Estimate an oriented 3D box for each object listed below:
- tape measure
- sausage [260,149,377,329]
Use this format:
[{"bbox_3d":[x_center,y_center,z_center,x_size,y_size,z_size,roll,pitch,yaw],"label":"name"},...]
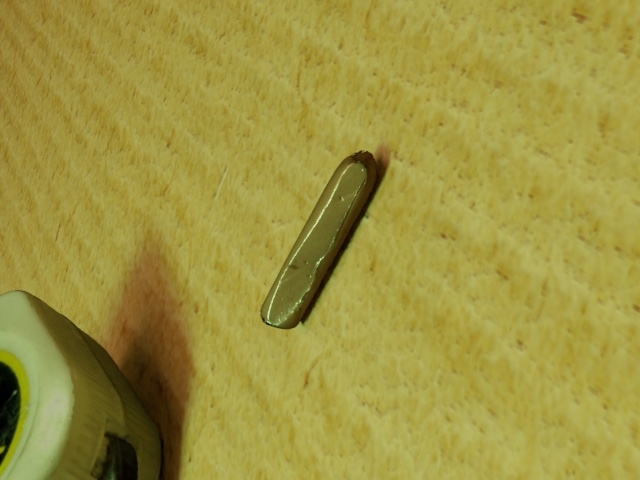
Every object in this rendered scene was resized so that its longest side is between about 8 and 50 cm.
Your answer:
[{"bbox_3d":[-0.238,0.195,0.928,0.271,0.133,0.231,-44,40,0],"label":"tape measure"},{"bbox_3d":[0.000,0.000,0.736,0.116,0.026,0.026,-61,28,26],"label":"sausage"}]
